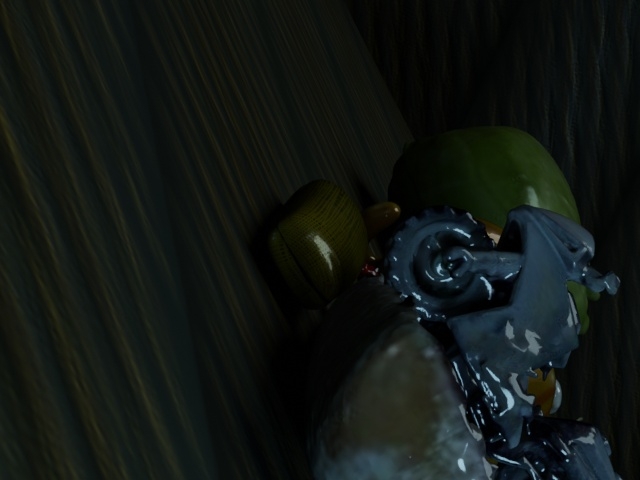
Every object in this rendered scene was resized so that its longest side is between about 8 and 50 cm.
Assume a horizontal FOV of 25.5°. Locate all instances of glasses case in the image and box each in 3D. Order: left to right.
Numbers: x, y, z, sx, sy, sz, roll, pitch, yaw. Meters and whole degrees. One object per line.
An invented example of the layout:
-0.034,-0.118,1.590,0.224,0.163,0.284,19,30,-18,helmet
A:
0.000,0.000,1.106,0.079,0.064,0.234,56,10,-6,glasses case

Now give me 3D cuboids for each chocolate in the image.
0.047,0.125,0.875,0.185,0.100,0.303,62,1,-4,chocolate

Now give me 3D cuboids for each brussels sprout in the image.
0.213,-0.003,1.791,0.328,0.247,0.328,-11,90,-79,brussels sprout

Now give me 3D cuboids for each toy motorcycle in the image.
0.152,0.087,1.021,0.270,0.159,0.106,66,-16,-7,toy motorcycle

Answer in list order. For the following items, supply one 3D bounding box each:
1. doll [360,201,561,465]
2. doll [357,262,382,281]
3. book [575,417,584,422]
0.125,0.091,1.256,0.270,0.162,0.167,-113,-163,-57,doll
0.041,0.074,1.107,0.169,0.057,0.109,-63,145,-64,doll
0.212,0.309,1.174,0.374,0.028,0.263,-13,77,-62,book
